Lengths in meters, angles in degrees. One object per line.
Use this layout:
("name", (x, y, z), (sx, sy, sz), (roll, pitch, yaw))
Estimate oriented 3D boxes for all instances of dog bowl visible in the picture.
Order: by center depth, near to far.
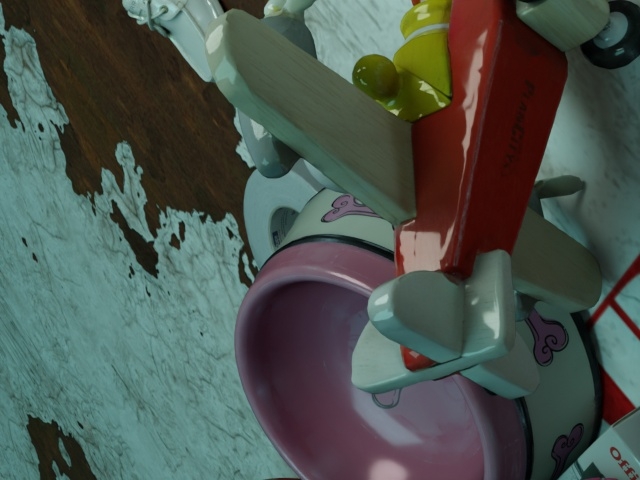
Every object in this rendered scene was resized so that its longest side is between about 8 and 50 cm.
("dog bowl", (0.080, 0.140, 1.433), (0.408, 0.150, 0.408), (25, 134, 29))

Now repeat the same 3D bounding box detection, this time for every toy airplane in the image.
("toy airplane", (0.087, -0.055, 1.136), (0.272, 0.384, 0.386), (4, 117, 45))

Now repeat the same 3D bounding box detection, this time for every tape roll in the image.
("tape roll", (0.000, 0.000, 1.618), (0.219, 0.072, 0.219), (38, 141, 39))

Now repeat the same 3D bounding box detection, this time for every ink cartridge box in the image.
("ink cartridge box", (0.308, 0.261, 1.312), (0.153, 0.087, 0.208), (52, 147, 20))

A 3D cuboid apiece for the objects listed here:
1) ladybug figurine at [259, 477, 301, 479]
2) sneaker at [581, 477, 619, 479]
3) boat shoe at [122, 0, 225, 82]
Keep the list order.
("ladybug figurine", (0.021, 0.451, 1.824), (0.449, 0.162, 0.305), (9, 118, 55))
("sneaker", (0.281, 0.266, 1.208), (0.170, 0.063, 0.075), (17, 117, 43))
("boat shoe", (-0.201, -0.301, 1.686), (0.277, 0.096, 0.098), (57, 148, 12))
